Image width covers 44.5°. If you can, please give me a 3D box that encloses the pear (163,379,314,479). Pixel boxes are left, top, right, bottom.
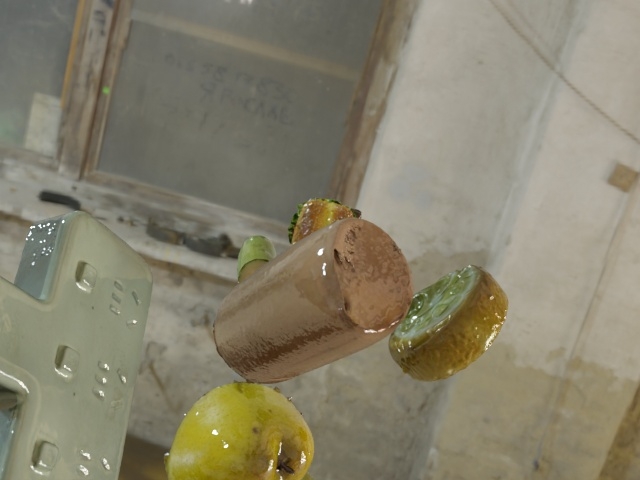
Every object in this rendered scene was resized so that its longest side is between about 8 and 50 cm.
[{"bbox_3d":[-0.116,0.355,1.297,0.266,0.267,0.178,11,-15,-18],"label":"pear"}]

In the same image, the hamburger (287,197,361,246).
[{"bbox_3d":[0.000,0.000,1.483,0.137,0.166,0.087,16,-7,9],"label":"hamburger"}]

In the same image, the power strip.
[{"bbox_3d":[-0.217,0.095,0.607,0.059,0.265,0.194,-10,-33,21],"label":"power strip"}]

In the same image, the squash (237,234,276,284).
[{"bbox_3d":[-0.137,0.045,1.674,0.095,0.095,0.188,12,20,-14],"label":"squash"}]

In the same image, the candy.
[{"bbox_3d":[0.247,0.159,1.526,0.118,0.260,0.260,44,10,-12],"label":"candy"}]

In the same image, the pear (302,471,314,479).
[{"bbox_3d":[-0.140,0.548,1.677,0.292,0.160,0.292,-6,-6,-1],"label":"pear"}]

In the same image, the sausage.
[{"bbox_3d":[-0.008,0.064,0.770,0.123,0.123,0.253,8,-21,-27],"label":"sausage"}]
